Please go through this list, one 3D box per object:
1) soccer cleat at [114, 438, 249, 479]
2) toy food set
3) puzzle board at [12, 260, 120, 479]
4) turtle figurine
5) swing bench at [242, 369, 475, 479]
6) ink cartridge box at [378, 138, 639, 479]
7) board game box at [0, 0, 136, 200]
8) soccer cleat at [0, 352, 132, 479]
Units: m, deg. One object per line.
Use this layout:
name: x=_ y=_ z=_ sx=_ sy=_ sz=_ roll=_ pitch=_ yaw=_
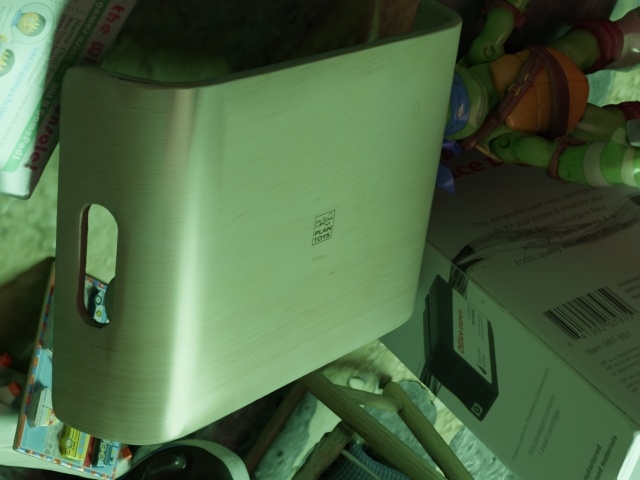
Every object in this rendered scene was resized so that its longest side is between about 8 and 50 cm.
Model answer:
soccer cleat: x=-0.187 y=0.275 z=0.949 sx=0.331 sy=0.116 sz=0.143 roll=-35 pitch=168 yaw=-1
toy food set: x=-0.032 y=-0.026 z=0.763 sx=0.306 sy=0.092 sz=0.219 roll=-23 pitch=129 yaw=-46
puzzle board: x=-0.158 y=0.089 z=0.829 sx=0.096 sy=0.011 sz=0.128 roll=36 pitch=55 yaw=-52
turtle figurine: x=0.212 y=-0.135 z=0.901 sx=0.266 sy=0.198 sz=0.274 roll=-6 pitch=129 yaw=-47
swing bench: x=0.032 y=0.283 z=1.044 sx=0.165 sy=0.255 sz=0.253 roll=19 pitch=108 yaw=-50
ink cartridge box: x=0.190 y=0.054 z=0.953 sx=0.223 sy=0.307 sz=0.129 roll=-17 pitch=135 yaw=-33
board game box: x=-0.219 y=-0.162 z=0.549 sx=0.303 sy=0.097 sz=0.224 roll=18 pitch=111 yaw=-48
soccer cleat: x=-0.205 y=0.127 z=0.845 sx=0.076 sy=0.068 sz=0.196 roll=-36 pitch=143 yaw=11
